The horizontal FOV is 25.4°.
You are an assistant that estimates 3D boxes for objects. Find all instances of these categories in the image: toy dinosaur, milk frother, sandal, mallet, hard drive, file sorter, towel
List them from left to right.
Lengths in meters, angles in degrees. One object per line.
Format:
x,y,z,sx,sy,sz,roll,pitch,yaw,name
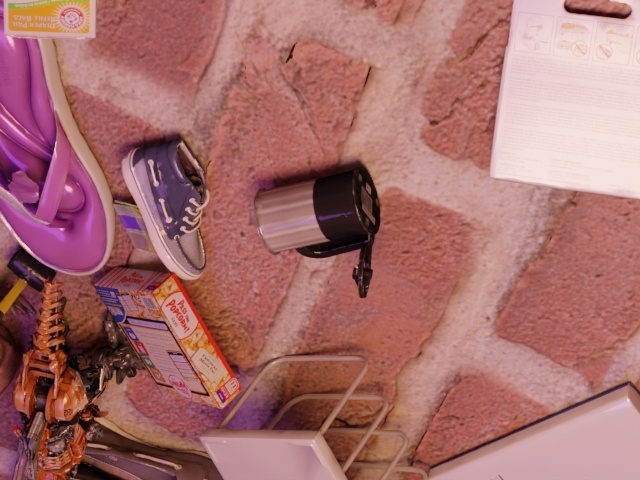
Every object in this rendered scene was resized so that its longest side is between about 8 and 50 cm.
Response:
-0.470,0.151,1.972,0.127,0.200,0.296,27,155,18,toy dinosaur
-0.426,0.083,1.870,0.062,0.190,0.039,47,140,-9,mallet
-0.379,-0.117,1.768,0.169,0.102,0.416,-2,122,19,sandal
-0.339,0.195,1.896,0.164,0.218,0.322,28,126,-1,toy dinosaur
-0.232,-0.015,1.829,0.060,0.009,0.083,16,143,30,towel
0.000,0.000,1.702,0.134,0.143,0.129,-12,126,22,milk frother
0.016,0.308,1.871,0.193,0.173,0.278,-5,123,40,file sorter
0.330,0.327,1.883,0.318,0.040,0.210,-29,110,32,hard drive

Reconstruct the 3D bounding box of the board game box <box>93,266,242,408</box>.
-0.202,0.128,1.876,0.147,0.045,0.193,5,130,50,board game box

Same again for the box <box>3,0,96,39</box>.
-0.298,-0.338,1.570,0.103,0.114,0.203,0,126,-10,box

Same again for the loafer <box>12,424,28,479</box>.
-0.436,0.329,2.127,0.039,0.045,0.125,12,121,-5,loafer

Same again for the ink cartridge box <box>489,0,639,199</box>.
0.295,-0.169,1.566,0.189,0.066,0.232,9,104,12,ink cartridge box

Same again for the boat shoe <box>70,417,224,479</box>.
-0.250,0.346,2.046,0.335,0.095,0.112,21,127,3,boat shoe

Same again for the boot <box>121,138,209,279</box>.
-0.172,-0.036,1.777,0.086,0.069,0.190,-12,118,31,boot
